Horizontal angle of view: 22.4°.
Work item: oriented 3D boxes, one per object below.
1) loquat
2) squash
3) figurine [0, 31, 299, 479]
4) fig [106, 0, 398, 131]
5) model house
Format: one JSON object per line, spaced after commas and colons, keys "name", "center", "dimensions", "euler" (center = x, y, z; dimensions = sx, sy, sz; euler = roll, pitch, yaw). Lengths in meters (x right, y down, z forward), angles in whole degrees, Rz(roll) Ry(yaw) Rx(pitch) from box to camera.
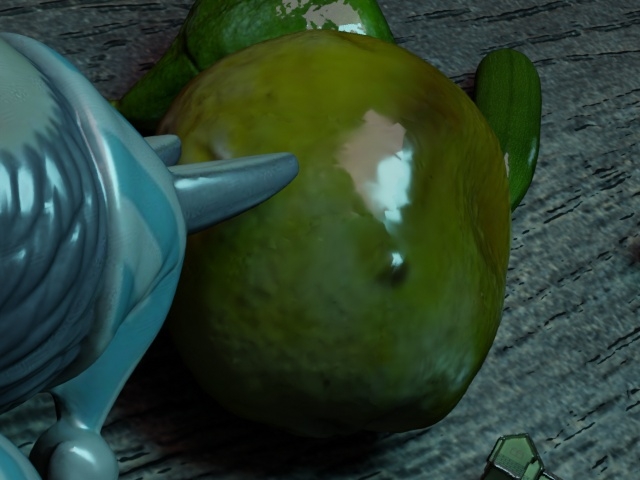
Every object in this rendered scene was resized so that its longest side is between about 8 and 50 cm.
{"name": "loquat", "center": [0.000, 0.000, 1.119], "dimensions": [0.276, 0.276, 0.284], "euler": [9, 67, -21]}
{"name": "squash", "center": [0.167, -0.107, 1.464], "dimensions": [0.069, 0.069, 0.258], "euler": [21, 40, -7]}
{"name": "figurine", "center": [-0.150, 0.024, 0.850], "dimensions": [0.377, 0.266, 0.361], "euler": [-23, 74, -25]}
{"name": "fig", "center": [-0.056, -0.120, 1.302], "dimensions": [0.235, 0.203, 0.203], "euler": [-27, 58, -11]}
{"name": "model house", "center": [0.156, 0.176, 1.155], "dimensions": [0.083, 0.057, 0.058], "euler": [31, 44, 9]}
